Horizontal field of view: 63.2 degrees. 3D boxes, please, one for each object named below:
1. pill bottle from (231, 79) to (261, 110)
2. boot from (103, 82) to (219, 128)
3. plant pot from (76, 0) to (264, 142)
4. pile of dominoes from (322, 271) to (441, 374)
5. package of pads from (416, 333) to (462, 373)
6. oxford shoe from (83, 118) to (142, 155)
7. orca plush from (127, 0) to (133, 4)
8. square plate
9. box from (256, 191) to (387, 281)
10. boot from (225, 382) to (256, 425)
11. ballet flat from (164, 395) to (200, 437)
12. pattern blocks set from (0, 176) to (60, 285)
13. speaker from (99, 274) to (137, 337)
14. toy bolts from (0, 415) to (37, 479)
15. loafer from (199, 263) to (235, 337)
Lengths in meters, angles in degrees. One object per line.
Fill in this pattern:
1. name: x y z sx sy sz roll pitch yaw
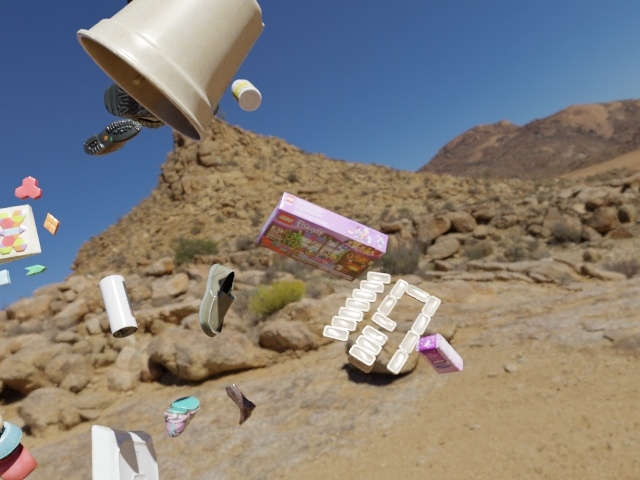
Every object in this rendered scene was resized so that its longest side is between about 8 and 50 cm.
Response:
1. pill bottle: -0.207 -0.402 1.427 0.065 0.065 0.116 -21 37 -11
2. boot: -0.459 -0.418 1.618 0.348 0.131 0.260 6 4 5
3. plant pot: -0.301 -0.443 1.165 0.305 0.334 0.334 -53 1 -9
4. pile of dominoes: 0.145 0.193 1.241 0.251 0.196 0.040 -49 -22 -33
5. package of pads: 0.214 0.206 0.935 0.050 0.083 0.032 -23 32 35
6. oxford shoe: -0.751 -0.380 1.919 0.227 0.082 0.096 -22 -4 9
7. orca plush: -0.460 -0.707 1.474 0.102 0.151 0.287 -11 8 5
8. square plate: -0.485 0.659 1.344 0.049 0.344 0.347 -13 -23 -1
9. box: 0.000 0.000 1.365 0.293 0.057 0.201 22 -34 -12
10. boot: -0.268 0.523 1.668 0.106 0.114 0.037 -57 -16 22
11. ballet flat: -0.372 0.470 1.378 0.077 0.079 0.221 11 -7 -3
12. pattern blocks set: -0.997 -0.025 1.683 0.285 0.324 0.026 -25 -11 -10
13. speaker: -0.452 0.148 1.163 0.055 0.136 0.055 -21 -27 -11
14. toy bolts: -0.671 0.446 0.990 0.218 0.158 0.228 12 38 32
15. loafer: -0.344 0.203 1.768 0.087 0.251 0.094 -1 -13 26
